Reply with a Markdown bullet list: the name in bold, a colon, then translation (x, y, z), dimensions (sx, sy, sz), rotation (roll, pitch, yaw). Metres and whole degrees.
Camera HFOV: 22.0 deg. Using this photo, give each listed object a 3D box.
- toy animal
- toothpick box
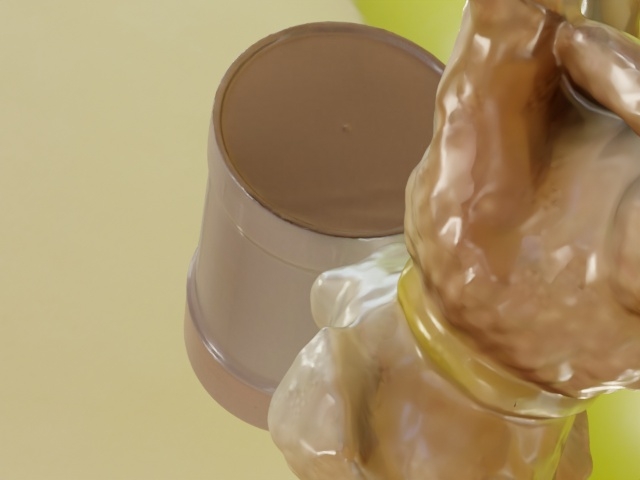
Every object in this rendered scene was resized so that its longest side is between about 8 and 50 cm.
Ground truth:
- **toy animal**: translation (0.080, 0.035, 0.431), dimensions (0.184, 0.185, 0.104), rotation (40, -153, 17)
- **toothpick box**: translation (0.000, 0.000, 0.634), dimensions (0.098, 0.149, 0.098), rotation (4, -123, -6)
